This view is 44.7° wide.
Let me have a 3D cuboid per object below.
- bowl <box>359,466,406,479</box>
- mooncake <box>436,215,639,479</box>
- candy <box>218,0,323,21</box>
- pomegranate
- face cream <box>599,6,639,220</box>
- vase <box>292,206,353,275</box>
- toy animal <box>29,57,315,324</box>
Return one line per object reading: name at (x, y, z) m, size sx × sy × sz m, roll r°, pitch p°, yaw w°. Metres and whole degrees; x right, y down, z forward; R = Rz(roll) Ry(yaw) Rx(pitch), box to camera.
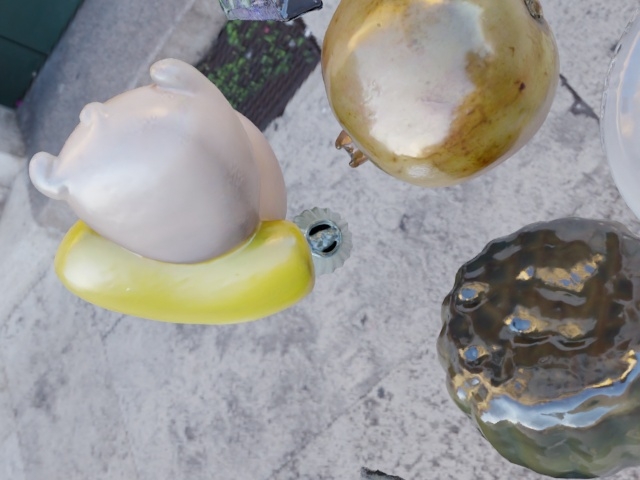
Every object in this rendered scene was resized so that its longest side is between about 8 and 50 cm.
bowl at (0.199, 0.440, 1.033) m, size 0.354 × 0.354 × 0.185 m, roll 0°, pitch 67°, yaw 46°
mooncake at (0.274, 0.115, 0.882) m, size 0.290 × 0.161 × 0.290 m, roll -16°, pitch 47°, yaw 18°
candy at (-0.081, -0.328, 0.995) m, size 0.061 × 0.088 × 0.312 m, roll -26°, pitch 23°, yaw -11°
pomegranate at (0.111, -0.172, 0.830) m, size 0.270 × 0.252 × 0.229 m, roll -34°, pitch 13°, yaw 36°
face cream at (0.256, -0.060, 0.387) m, size 0.177 × 0.153 × 0.177 m, roll -28°, pitch 56°, yaw 50°
vase at (0.000, 0.000, 1.383) m, size 0.248 × 0.128 × 0.128 m, roll 156°, pitch 130°, yaw -87°
toy animal at (-0.171, -0.063, 0.883) m, size 0.277 × 0.345 × 0.247 m, roll -16°, pitch 47°, yaw 18°
